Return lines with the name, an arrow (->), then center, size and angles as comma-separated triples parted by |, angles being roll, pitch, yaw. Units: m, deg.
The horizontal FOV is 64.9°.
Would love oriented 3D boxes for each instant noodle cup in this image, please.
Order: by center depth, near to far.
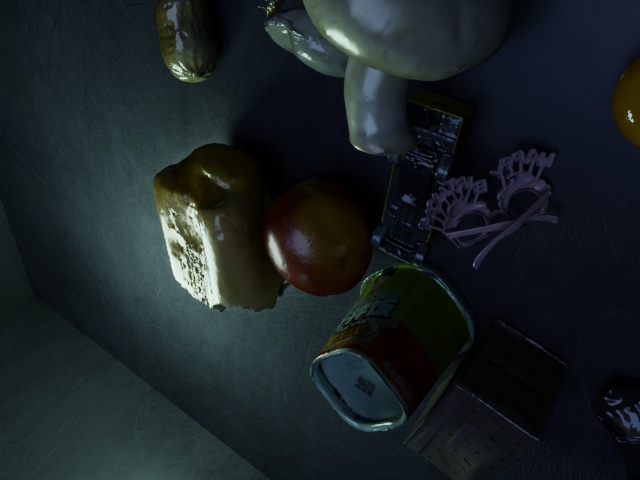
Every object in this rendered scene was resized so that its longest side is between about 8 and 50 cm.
instant noodle cup -> 0.154, 0.237, 1.115 | 0.293, 0.308, 0.294 | 21, 131, 26

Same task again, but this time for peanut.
peanut -> -0.299, -0.463, 1.124 | 0.129, 0.129, 0.224 | 17, 131, 30

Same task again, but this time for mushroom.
mushroom -> 0.130, -0.320, 0.717 | 0.315, 0.315, 0.356 | -14, 88, 44

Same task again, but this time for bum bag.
bum bag -> 0.647, 0.415, 1.004 | 0.142, 0.079, 0.326 | -25, 101, 43

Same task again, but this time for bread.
bread -> -0.234, -0.048, 1.278 | 0.361, 0.250, 0.394 | 20, 126, 42

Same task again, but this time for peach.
peach -> 0.000, 0.000, 1.123 | 0.281, 0.238, 0.281 | 20, 129, 26

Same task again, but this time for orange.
orange -> 0.481, -0.191, 0.679 | 0.156, 0.124, 0.156 | 20, 132, 24

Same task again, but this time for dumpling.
dumpling -> 0.018, -0.363, 0.937 | 0.247, 0.142, 0.172 | 19, 169, -1

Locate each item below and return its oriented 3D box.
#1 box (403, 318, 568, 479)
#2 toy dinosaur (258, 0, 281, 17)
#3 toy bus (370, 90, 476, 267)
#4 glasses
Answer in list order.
box -> 0.355, 0.365, 1.100 | 0.190, 0.225, 0.297 | 35, 137, 16
toy dinosaur -> -0.096, -0.487, 1.013 | 0.041, 0.026, 0.113 | 40, 146, 0
toy bus -> 0.195, -0.109, 0.972 | 0.121, 0.123, 0.336 | 25, 132, 22
glasses -> 0.301, -0.056, 0.878 | 0.255, 0.095, 0.162 | -25, 115, 9
